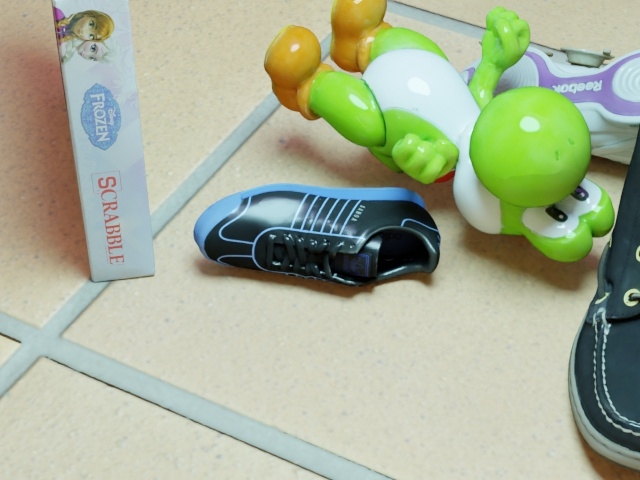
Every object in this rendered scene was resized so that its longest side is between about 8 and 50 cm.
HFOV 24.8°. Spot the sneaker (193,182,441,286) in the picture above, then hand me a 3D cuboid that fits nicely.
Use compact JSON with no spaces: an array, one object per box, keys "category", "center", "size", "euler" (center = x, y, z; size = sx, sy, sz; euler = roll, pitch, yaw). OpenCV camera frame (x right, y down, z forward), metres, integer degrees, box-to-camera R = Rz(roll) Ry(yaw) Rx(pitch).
[{"category":"sneaker","center":[0.000,0.000,1.371],"size":[0.232,0.081,0.090],"euler":[-6,35,-10]}]

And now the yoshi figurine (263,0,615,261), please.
[{"category":"yoshi figurine","center":[0.127,-0.126,1.382],"size":[0.362,0.204,0.203],"euler":[36,16,23]}]

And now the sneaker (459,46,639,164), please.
[{"category":"sneaker","center":[0.271,-0.123,1.513],"size":[0.305,0.152,0.114],"euler":[7,67,36]}]

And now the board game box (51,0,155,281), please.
[{"category":"board game box","center":[-0.217,-0.183,1.394],"size":[0.065,0.319,0.318],"euler":[-8,42,-8]}]

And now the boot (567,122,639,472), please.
[{"category":"boot","center":[0.313,-0.017,1.244],"size":[0.138,0.284,0.377],"euler":[15,42,15]}]

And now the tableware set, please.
[{"category":"tableware set","center":[0.258,-0.203,1.598],"size":[0.168,0.020,0.141],"euler":[13,4,17]}]
